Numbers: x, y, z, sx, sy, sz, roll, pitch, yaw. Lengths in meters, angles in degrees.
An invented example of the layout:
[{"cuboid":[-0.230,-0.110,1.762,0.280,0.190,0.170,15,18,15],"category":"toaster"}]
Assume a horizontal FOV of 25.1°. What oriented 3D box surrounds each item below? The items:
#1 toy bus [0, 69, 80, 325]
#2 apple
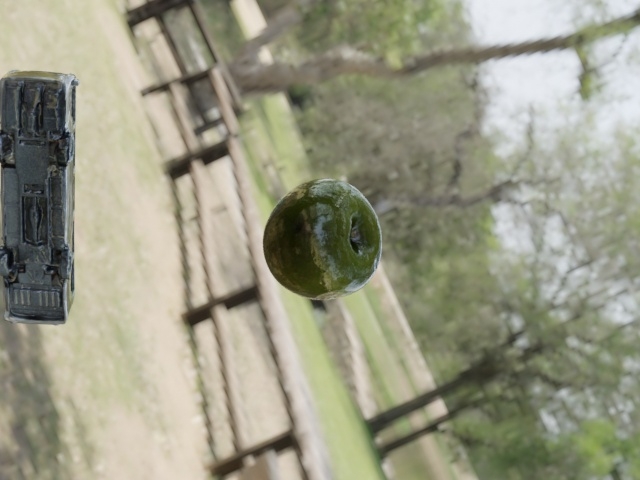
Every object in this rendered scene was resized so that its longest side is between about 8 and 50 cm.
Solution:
[{"cuboid":[-0.367,-0.058,1.895,0.138,0.097,0.342,-86,180,-70],"category":"toy bus"},{"cuboid":[0.000,0.000,2.223,0.196,0.157,0.196,31,52,-51],"category":"apple"}]
